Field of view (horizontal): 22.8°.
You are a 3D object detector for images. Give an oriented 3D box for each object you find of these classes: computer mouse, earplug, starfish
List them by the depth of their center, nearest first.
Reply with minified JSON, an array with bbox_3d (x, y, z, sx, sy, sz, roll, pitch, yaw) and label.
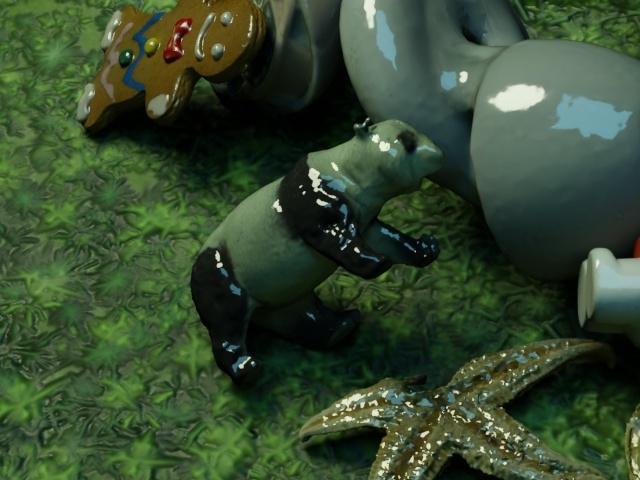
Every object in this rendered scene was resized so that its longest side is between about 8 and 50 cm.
[{"bbox_3d":[0.107,0.140,1.111,0.247,0.050,0.138,-17,54,-4],"label":"starfish"},{"bbox_3d":[0.147,-0.110,1.211,0.214,0.175,0.325,-3,43,-48],"label":"earplug"},{"bbox_3d":[-0.054,-0.270,1.375,0.115,0.199,0.389,-4,55,-28],"label":"computer mouse"}]

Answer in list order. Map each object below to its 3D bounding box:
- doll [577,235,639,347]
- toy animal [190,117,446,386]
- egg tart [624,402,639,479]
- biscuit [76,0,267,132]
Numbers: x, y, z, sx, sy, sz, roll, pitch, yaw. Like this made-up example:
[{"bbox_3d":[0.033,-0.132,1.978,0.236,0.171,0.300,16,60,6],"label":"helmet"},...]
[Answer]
[{"bbox_3d":[0.328,0.044,1.097,0.290,0.161,0.130,3,75,1],"label":"doll"},{"bbox_3d":[0.000,0.000,1.159,0.094,0.225,0.121,-3,57,-56],"label":"toy animal"},{"bbox_3d":[0.274,0.144,1.091,0.130,0.052,0.130,-1,50,1],"label":"egg tart"},{"bbox_3d":[-0.122,-0.158,1.300,0.205,0.031,0.138,-2,62,44],"label":"biscuit"}]
